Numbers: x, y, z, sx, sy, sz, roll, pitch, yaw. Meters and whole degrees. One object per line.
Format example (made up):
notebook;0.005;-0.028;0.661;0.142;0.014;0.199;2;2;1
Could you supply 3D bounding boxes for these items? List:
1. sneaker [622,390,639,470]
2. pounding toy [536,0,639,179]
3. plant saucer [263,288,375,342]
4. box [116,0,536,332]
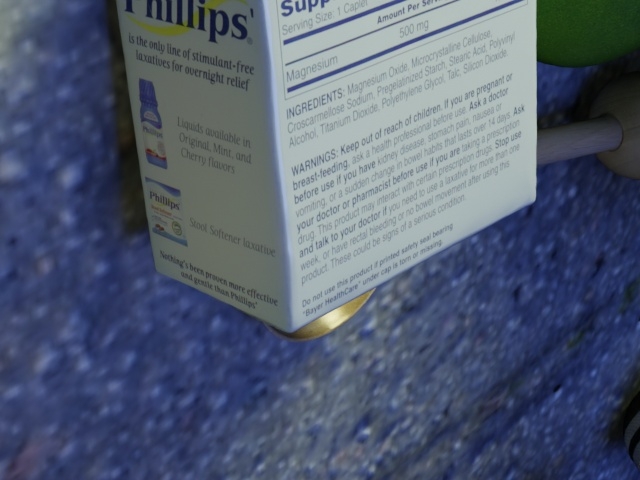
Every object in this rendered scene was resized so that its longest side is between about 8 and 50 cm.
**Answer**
sneaker;0.297;0.072;0.857;0.132;0.086;0.228;31;110;-34
pounding toy;0.152;-0.120;0.588;0.183;0.110;0.236;-11;121;-45
plant saucer;0.000;0.000;0.566;0.083;0.015;0.083;-27;131;-36
box;0.006;-0.060;0.474;0.126;0.072;0.137;-26;124;-38
